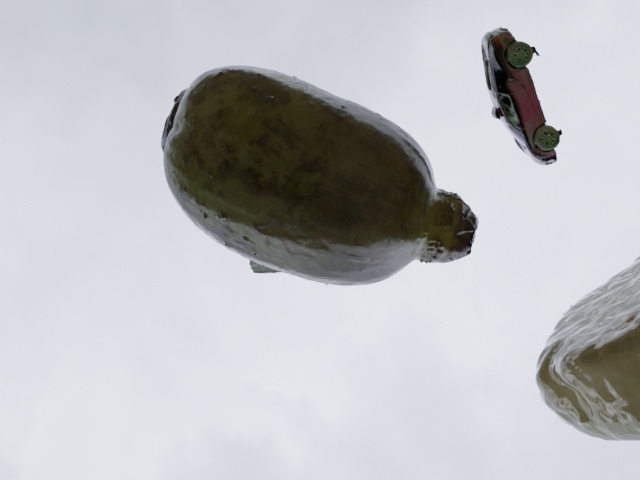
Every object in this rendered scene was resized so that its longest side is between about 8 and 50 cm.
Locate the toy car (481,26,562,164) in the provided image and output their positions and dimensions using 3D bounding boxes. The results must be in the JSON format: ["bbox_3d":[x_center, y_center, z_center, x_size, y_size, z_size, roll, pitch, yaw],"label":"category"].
[{"bbox_3d":[0.189,-0.135,0.811,0.055,0.069,0.142,-22,-77,6],"label":"toy car"}]

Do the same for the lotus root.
[{"bbox_3d":[-0.007,-0.057,0.759,0.309,0.173,0.173,22,-106,19],"label":"lotus root"}]

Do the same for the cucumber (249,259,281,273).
[{"bbox_3d":[0.000,-0.003,1.150,0.211,0.078,0.062,-4,-127,13],"label":"cucumber"}]

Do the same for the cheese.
[{"bbox_3d":[0.386,0.087,0.920,0.318,0.326,0.115,-36,-92,25],"label":"cheese"}]
